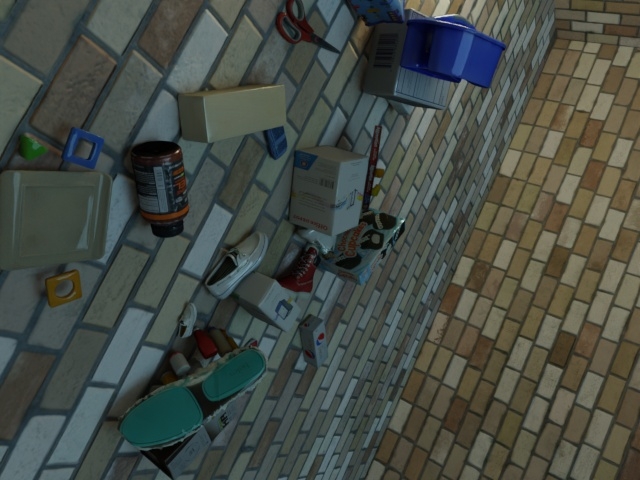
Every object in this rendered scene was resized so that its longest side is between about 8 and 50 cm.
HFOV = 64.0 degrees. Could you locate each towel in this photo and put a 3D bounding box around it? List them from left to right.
[{"bbox_3d":[-0.122,-0.287,1.415,0.067,0.029,0.120,-49,144,-32],"label":"towel"}]

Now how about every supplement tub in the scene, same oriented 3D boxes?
[{"bbox_3d":[-0.341,-0.107,1.104,0.106,0.106,0.198,-34,136,-44],"label":"supplement tub"}]

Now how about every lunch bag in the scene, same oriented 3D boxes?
[{"bbox_3d":[0.176,-0.820,1.487,0.221,0.138,0.294,25,78,-57],"label":"lunch bag"}]

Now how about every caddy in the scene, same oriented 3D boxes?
[{"bbox_3d":[0.400,-0.580,1.541,0.341,0.241,0.179,-2,111,-41],"label":"caddy"}]

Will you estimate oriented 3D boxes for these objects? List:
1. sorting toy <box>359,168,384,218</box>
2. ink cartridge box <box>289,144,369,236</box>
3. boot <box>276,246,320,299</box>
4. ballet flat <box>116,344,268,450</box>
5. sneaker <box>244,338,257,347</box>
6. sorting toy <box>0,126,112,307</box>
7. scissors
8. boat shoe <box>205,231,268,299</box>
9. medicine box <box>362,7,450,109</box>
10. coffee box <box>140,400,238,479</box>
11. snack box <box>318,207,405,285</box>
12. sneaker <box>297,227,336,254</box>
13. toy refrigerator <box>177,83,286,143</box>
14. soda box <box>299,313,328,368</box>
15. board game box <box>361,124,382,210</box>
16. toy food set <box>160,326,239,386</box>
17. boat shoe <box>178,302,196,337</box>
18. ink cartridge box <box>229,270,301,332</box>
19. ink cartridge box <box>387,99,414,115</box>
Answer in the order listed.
[{"bbox_3d":[0.136,-0.193,1.884,0.307,0.041,0.229,-10,112,-56],"label":"sorting toy"},{"bbox_3d":[0.025,-0.158,1.589,0.168,0.171,0.233,-22,127,-52],"label":"ink cartridge box"},{"bbox_3d":[-0.078,0.100,1.674,0.244,0.088,0.176,13,97,-68],"label":"boot"},{"bbox_3d":[-0.319,0.415,1.340,0.408,0.147,0.147,-23,130,-27],"label":"ballet flat"},{"bbox_3d":[-0.222,0.372,1.624,0.118,0.067,0.042,-52,146,-26],"label":"sneaker"},{"bbox_3d":[-0.497,-0.042,0.954,0.195,0.047,0.348,-6,113,-52],"label":"sorting toy"},{"bbox_3d":[-0.028,-0.553,1.415,0.297,0.021,0.109,26,83,-61],"label":"scissors"},{"bbox_3d":[-0.226,0.059,1.407,0.226,0.083,0.076,-57,149,-18],"label":"boat shoe"},{"bbox_3d":[0.312,-0.599,1.723,0.289,0.149,0.264,0,106,-42],"label":"medicine box"},{"bbox_3d":[-0.364,0.502,1.407,0.246,0.141,0.098,-42,141,-39],"label":"coffee box"},{"bbox_3d":[0.155,0.011,1.887,0.322,0.187,0.060,-48,144,-32],"label":"snack box"},{"bbox_3d":[0.000,0.000,1.714,0.212,0.080,0.094,5,80,-60],"label":"sneaker"},{"bbox_3d":[-0.203,-0.307,1.215,0.269,0.094,0.102,-30,125,-48],"label":"toy refrigerator"},{"bbox_3d":[-0.024,0.385,1.950,0.074,0.069,0.216,-43,142,-37],"label":"soda box"},{"bbox_3d":[0.171,-0.236,1.716,0.281,0.027,0.145,92,6,-62],"label":"board game box"},{"bbox_3d":[-0.336,0.308,1.409,0.232,0.104,0.111,-21,141,-30],"label":"toy food set"},{"bbox_3d":[-0.354,0.212,1.349,0.035,0.035,0.100,-15,127,-57],"label":"boat shoe"},{"bbox_3d":[-0.171,0.171,1.496,0.093,0.154,0.212,-58,147,-19],"label":"ink cartridge box"},{"bbox_3d":[0.309,-0.637,1.861,0.239,0.060,0.275,39,75,-41],"label":"ink cartridge box"}]
